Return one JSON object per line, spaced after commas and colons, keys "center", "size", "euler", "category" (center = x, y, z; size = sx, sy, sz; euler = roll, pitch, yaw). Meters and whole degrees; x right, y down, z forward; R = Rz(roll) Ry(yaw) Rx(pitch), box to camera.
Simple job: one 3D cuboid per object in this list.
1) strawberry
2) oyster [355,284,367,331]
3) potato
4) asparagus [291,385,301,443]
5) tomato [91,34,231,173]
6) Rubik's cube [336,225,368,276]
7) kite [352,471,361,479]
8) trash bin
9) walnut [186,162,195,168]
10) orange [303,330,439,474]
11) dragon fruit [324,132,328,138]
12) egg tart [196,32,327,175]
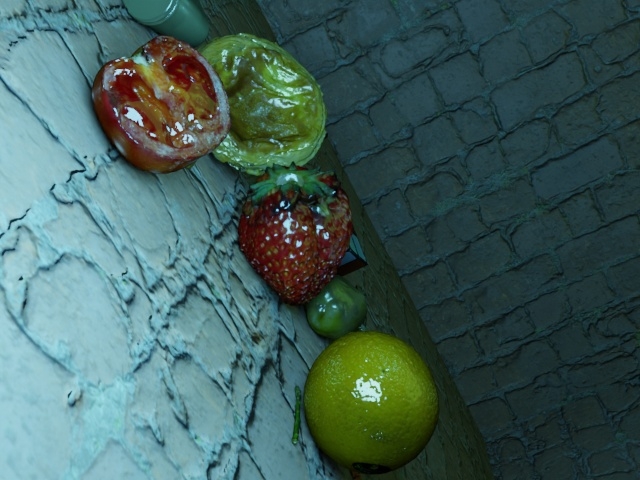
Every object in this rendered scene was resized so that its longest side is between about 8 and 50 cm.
{"center": [-0.056, -0.005, 1.468], "size": [0.238, 0.250, 0.289], "euler": [29, -45, 47], "category": "strawberry"}
{"center": [0.113, 0.255, 2.002], "size": [0.345, 0.078, 0.129], "euler": [-94, 164, -50], "category": "oyster"}
{"center": [0.035, 0.163, 1.702], "size": [0.154, 0.137, 0.200], "euler": [36, 7, 12], "category": "potato"}
{"center": [-0.043, 0.322, 1.301], "size": [0.016, 0.016, 0.163], "euler": [41, 20, -17], "category": "asparagus"}
{"center": [-0.265, -0.203, 1.119], "size": [0.233, 0.139, 0.200], "euler": [-41, 100, -43], "category": "tomato"}
{"center": [0.001, 0.000, 1.796], "size": [0.180, 0.167, 0.184], "euler": [42, 27, -64], "category": "Rubik's cube"}
{"center": [0.063, 0.451, 1.519], "size": [0.222, 0.008, 0.125], "euler": [67, 11, 10], "category": "kite"}
{"center": [-0.355, -0.558, 1.521], "size": [0.243, 0.121, 0.247], "euler": [65, 8, 2], "category": "trash bin"}
{"center": [-0.263, -0.200, 1.328], "size": [0.121, 0.052, 0.091], "euler": [61, 15, -10], "category": "walnut"}
{"center": [0.096, 0.310, 1.333], "size": [0.274, 0.274, 0.274], "euler": [60, 13, -22], "category": "orange"}
{"center": [-0.112, -0.313, 1.787], "size": [0.193, 0.274, 0.192], "euler": [43, -44, 41], "category": "dragon fruit"}
{"center": [-0.154, -0.298, 1.579], "size": [0.150, 0.351, 0.352], "euler": [-33, -100, 59], "category": "egg tart"}
